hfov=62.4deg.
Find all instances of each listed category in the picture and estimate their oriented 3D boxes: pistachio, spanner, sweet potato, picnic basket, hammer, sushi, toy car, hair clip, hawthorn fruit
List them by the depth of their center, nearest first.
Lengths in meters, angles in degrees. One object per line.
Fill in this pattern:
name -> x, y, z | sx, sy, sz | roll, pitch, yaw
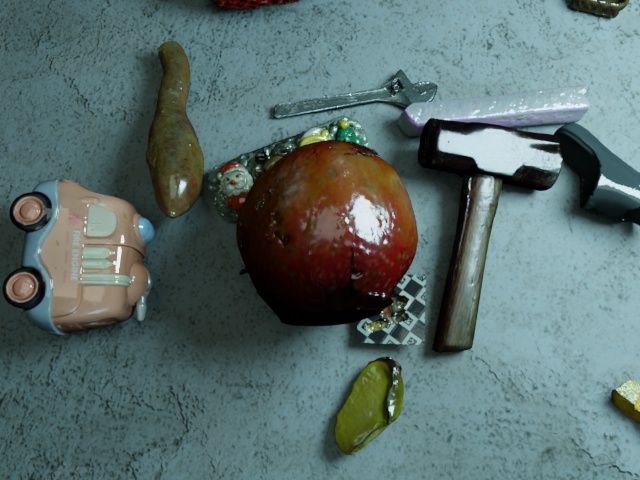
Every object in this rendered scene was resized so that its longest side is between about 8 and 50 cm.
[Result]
hawthorn fruit -> 0.015, -0.003, 0.846 | 0.315, 0.316, 0.316 | -1, 77, 4
pistachio -> 0.090, 0.281, 0.889 | 0.089, 0.049, 0.173 | 25, 81, 33
hammer -> 0.268, -0.004, 0.914 | 0.242, 0.095, 0.410 | 12, 83, -4
toy car -> -0.402, 0.029, 0.928 | 0.212, 0.180, 0.271 | -1, 77, -7
sushi -> 0.126, 0.122, 0.935 | 0.120, 0.026, 0.126 | 0, 70, 12
hair clip -> -0.055, -0.136, 0.977 | 0.321, 0.091, 0.139 | -22, 79, 0
sweet potato -> -0.278, -0.206, 1.008 | 0.109, 0.109, 0.386 | -10, 64, 2
spanner -> 0.067, -0.275, 1.037 | 0.325, 0.026, 0.093 | -9, 77, 4
picnic basket -> 0.563, -0.533, 1.044 | 0.110, 0.055, 0.194 | 17, 79, 9

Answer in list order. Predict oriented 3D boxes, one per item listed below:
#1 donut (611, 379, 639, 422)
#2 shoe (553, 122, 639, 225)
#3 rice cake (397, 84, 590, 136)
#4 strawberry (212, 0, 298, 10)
donut -> 0.520, 0.266, 0.854 | 0.038, 0.067, 0.083 | -41, 42, -23
shoe -> 0.481, -0.095, 0.923 | 0.093, 0.108, 0.241 | -36, 70, -3
rice cake -> 0.328, -0.238, 0.986 | 0.364, 0.073, 0.056 | -5, 77, 1
strawberry -> -0.093, -0.588, 1.027 | 0.351, 0.267, 0.312 | -28, 45, 27
